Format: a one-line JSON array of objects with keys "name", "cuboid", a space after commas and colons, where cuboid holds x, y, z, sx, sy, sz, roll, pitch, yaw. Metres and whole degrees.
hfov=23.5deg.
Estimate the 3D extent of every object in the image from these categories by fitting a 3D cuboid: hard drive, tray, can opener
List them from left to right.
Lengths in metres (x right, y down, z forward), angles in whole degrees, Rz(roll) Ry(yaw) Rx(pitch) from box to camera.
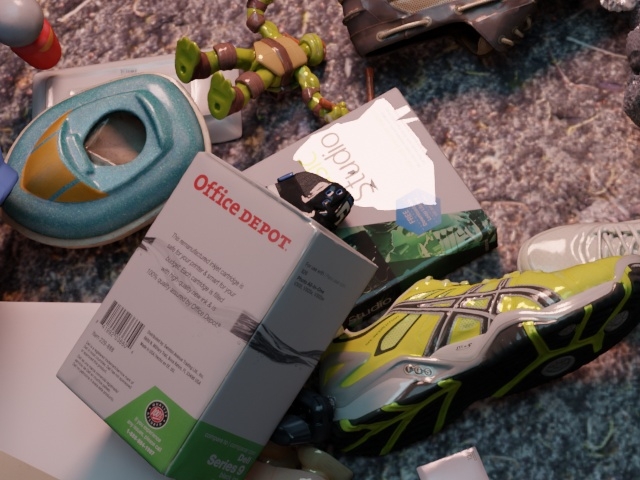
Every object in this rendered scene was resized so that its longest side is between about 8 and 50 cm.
[{"name": "hard drive", "cuboid": [-0.314, 0.181, 1.740, 0.353, 0.047, 0.233, 0, 62, 10]}, {"name": "tray", "cuboid": [-0.236, -0.175, 1.929, 0.270, 0.030, 0.145, -8, 60, 5]}, {"name": "can opener", "cuboid": [-0.037, 0.173, 1.638, 0.073, 0.186, 0.059, 1, 99, -22]}]

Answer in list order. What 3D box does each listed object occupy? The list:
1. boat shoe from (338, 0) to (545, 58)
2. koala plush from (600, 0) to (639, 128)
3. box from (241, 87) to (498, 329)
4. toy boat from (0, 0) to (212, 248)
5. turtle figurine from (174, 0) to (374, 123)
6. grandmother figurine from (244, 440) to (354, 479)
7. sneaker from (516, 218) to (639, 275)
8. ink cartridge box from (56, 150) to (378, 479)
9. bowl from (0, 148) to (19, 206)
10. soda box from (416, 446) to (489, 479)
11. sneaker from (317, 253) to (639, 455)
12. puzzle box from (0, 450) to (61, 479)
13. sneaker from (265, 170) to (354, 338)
[{"name": "boat shoe", "cuboid": [0.197, -0.286, 1.880, 0.355, 0.132, 0.130, -7, 86, 1]}, {"name": "koala plush", "cuboid": [0.415, -0.247, 1.783, 0.196, 0.203, 0.221, 5, 47, -20]}, {"name": "box", "cuboid": [0.010, -0.012, 1.784, 0.322, 0.058, 0.232, -30, 61, -5]}, {"name": "toy boat", "cuboid": [-0.295, -0.148, 1.825, 0.267, 0.148, 0.318, -31, 73, -2]}, {"name": "turtle figurine", "cuboid": [-0.071, -0.226, 1.876, 0.217, 0.087, 0.269, -20, 72, -39]}, {"name": "grandmother figurine", "cuboid": [-0.077, 0.375, 1.573, 0.208, 0.104, 0.342, 6, 62, 43]}, {"name": "sneaker", "cuboid": [0.360, 0.011, 1.681, 0.292, 0.118, 0.110, -1, 64, 11]}, {"name": "ink cartridge box", "cuboid": [-0.107, 0.083, 1.583, 0.211, 0.121, 0.289, 35, 92, 42]}, {"name": "bowl", "cuboid": [-0.478, 0.039, 1.682, 0.077, 0.391, 0.391, 43, 72, -12]}, {"name": "soda box", "cuboid": [0.167, 0.326, 1.565, 0.069, 0.074, 0.216, -20, 61, -2]}, {"name": "sneaker", "cuboid": [0.166, 0.089, 1.635, 0.384, 0.145, 0.147, -23, 58, 5]}, {"name": "puzzle box", "cuboid": [-0.391, 0.324, 1.521, 0.409, 0.052, 0.272, 32, 64, -24]}, {"name": "sneaker", "cuboid": [0.000, 0.000, 1.697, 0.121, 0.079, 0.217, -32, 56, -8]}]
